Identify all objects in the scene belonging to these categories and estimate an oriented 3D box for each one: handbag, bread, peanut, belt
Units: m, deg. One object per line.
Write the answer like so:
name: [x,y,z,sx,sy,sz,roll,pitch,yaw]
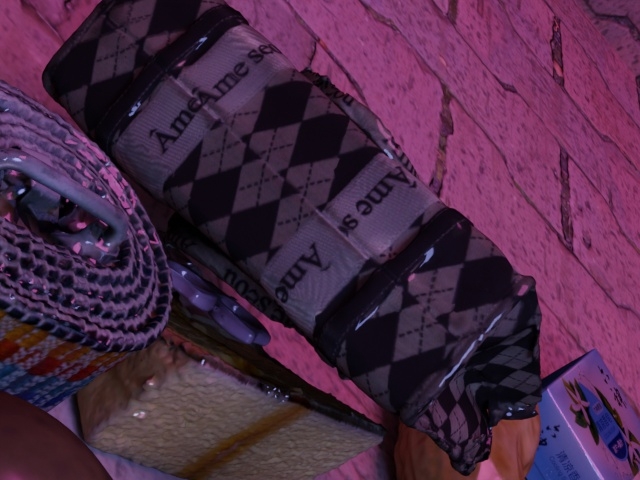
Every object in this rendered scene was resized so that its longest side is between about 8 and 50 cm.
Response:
handbag: [0.000,0.000,1.331,0.416,0.180,0.317,43,-4,25]
bread: [-0.078,0.082,1.296,0.240,0.135,0.178,27,38,-46]
peanut: [0.141,0.201,1.578,0.147,0.147,0.305,47,29,-23]
belt: [-0.227,-0.010,1.092,0.295,0.160,0.207,36,31,-41]

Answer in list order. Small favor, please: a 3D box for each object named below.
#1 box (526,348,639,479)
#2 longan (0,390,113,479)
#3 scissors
box: [0.292,0.221,1.909,0.142,0.083,0.232,59,25,6]
longan: [-0.194,0.174,0.891,0.220,0.196,0.196,53,24,-7]
scissors: [-0.107,0.029,1.361,0.110,0.021,0.212,37,1,-26]
